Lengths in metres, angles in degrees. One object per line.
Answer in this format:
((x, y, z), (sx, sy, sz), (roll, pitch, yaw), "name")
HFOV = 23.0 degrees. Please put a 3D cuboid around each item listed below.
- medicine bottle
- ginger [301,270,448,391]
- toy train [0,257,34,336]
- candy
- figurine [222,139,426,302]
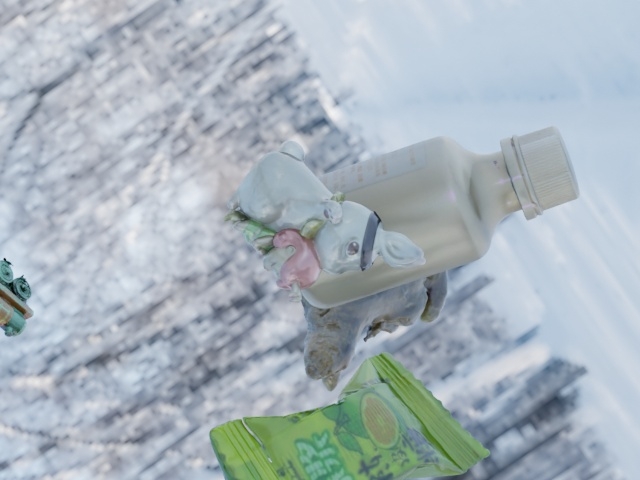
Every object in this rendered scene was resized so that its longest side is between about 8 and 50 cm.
((0.094, -0.029, 1.351), (0.114, 0.252, 0.114), (-19, -90, -79), "medicine bottle")
((0.071, 0.045, 1.829), (0.080, 0.333, 0.166), (1, 118, 40), "ginger")
((-0.311, 0.050, 1.484), (0.103, 0.044, 0.064), (47, -155, -40), "toy train")
((0.029, 0.180, 1.381), (0.246, 0.069, 0.149), (-23, -109, -45), "candy")
((0.000, 0.002, 1.232), (0.146, 0.098, 0.081), (39, -165, 10), "figurine")
